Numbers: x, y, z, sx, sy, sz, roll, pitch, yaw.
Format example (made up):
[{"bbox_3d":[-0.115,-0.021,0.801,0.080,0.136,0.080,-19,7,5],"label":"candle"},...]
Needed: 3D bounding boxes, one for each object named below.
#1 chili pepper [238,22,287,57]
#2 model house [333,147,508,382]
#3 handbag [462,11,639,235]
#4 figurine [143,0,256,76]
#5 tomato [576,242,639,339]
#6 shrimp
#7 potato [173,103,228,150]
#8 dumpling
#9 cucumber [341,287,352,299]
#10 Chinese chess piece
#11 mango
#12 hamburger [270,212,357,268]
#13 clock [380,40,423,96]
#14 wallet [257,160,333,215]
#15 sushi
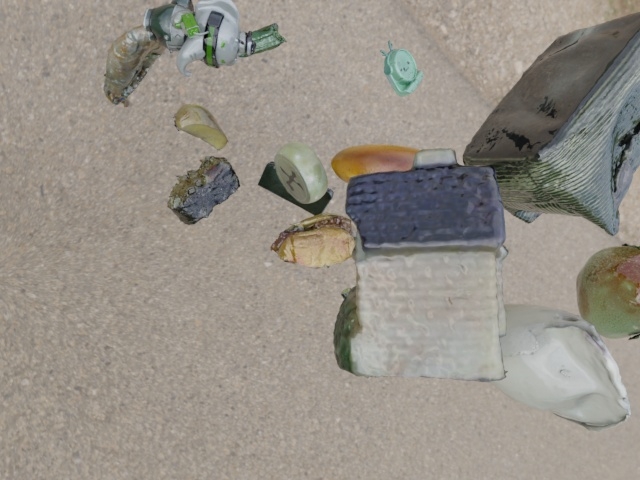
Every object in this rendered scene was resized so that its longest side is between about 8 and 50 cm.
[{"bbox_3d":[-0.231,-0.694,1.642,0.225,0.061,0.097,-9,85,-1],"label":"chili pepper"},{"bbox_3d":[0.148,0.012,0.678,0.298,0.244,0.283,-44,135,-75],"label":"model house"},{"bbox_3d":[0.432,-0.177,0.796,0.240,0.247,0.340,41,83,-24],"label":"handbag"},{"bbox_3d":[-0.210,-0.363,0.836,0.193,0.147,0.126,7,69,-5],"label":"figurine"},{"bbox_3d":[0.944,0.172,1.448,0.239,0.304,0.303,-29,103,-34],"label":"tomato"},{"bbox_3d":[-0.645,-0.599,1.612,0.109,0.446,0.221,55,48,-8],"label":"shrimp"},{"bbox_3d":[-0.458,-0.464,1.847,0.243,0.098,0.138,21,46,-58],"label":"potato"},{"bbox_3d":[0.406,0.245,0.910,0.181,0.341,0.260,-41,105,-47],"label":"dumpling"},{"bbox_3d":[0.150,0.285,1.962,0.058,0.058,0.187,-31,90,-33],"label":"cucumber"},{"bbox_3d":[-0.072,-0.239,1.687,0.092,0.238,0.237,-36,107,-20],"label":"Chinese chess piece"},{"bbox_3d":[0.200,-0.229,1.513,0.199,0.350,0.201,79,29,-61],"label":"mango"},{"bbox_3d":[0.000,0.000,1.666,0.282,0.155,0.245,29,106,-21],"label":"hamburger"},{"bbox_3d":[0.318,-0.694,1.886,0.211,0.066,0.159,48,57,-25],"label":"clock"},{"bbox_3d":[-0.108,-0.228,2.065,0.318,0.172,0.045,26,47,-7],"label":"wallet"},{"bbox_3d":[-0.343,-0.152,1.350,0.212,0.147,0.115,-41,128,-10],"label":"sushi"}]
